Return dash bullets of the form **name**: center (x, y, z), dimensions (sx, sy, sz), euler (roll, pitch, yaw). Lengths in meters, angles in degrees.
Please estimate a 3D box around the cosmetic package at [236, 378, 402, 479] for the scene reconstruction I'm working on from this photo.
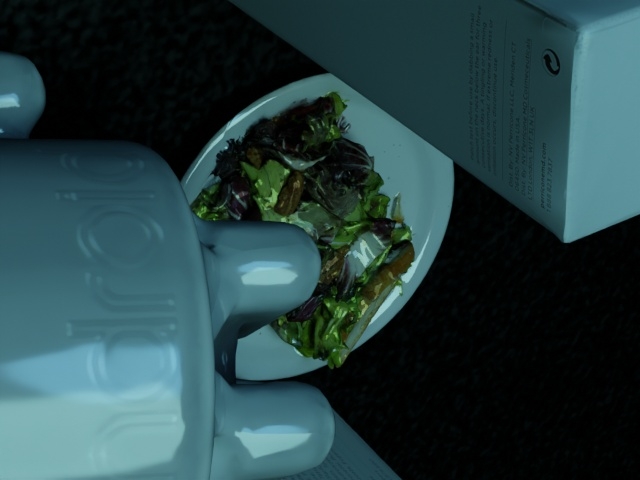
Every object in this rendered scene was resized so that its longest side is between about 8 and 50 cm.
- **cosmetic package**: center (-0.064, 0.176, 0.788), dimensions (0.183, 0.151, 0.151), euler (13, 109, -40)

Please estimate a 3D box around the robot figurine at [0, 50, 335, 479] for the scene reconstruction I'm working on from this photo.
- **robot figurine**: center (-0.176, 0.056, 0.579), dimensions (0.353, 0.300, 0.200), euler (-2, 164, -20)

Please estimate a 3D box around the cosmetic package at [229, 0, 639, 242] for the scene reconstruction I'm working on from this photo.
- **cosmetic package**: center (0.175, -0.156, 0.654), dimensions (0.377, 0.284, 0.097), euler (-20, 129, -23)

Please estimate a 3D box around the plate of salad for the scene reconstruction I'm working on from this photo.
- **plate of salad**: center (0.000, 0.000, 0.793), dimensions (0.200, 0.048, 0.200), euler (-17, 127, -25)
